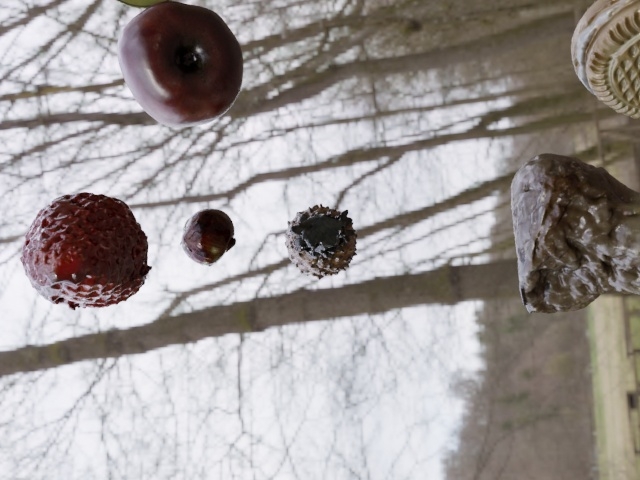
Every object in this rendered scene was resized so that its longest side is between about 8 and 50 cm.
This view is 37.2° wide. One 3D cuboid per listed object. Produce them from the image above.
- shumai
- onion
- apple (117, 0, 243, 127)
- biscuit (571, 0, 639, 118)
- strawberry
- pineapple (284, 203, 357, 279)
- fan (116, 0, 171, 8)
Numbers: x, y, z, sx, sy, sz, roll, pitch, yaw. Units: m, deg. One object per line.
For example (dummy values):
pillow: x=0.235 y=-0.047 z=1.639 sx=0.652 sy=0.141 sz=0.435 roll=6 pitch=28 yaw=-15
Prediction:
shumai: x=0.452 y=-0.015 z=1.521 sx=0.346 sy=0.283 sz=0.217 roll=66 pitch=-156 yaw=-47
onion: x=-0.224 y=-0.010 z=1.926 sx=0.118 sy=0.118 sz=0.117 roll=60 pitch=-146 yaw=-56
apple: x=-0.244 y=-0.306 z=1.680 sx=0.234 sy=0.234 sz=0.234 roll=-4 pitch=-90 yaw=-74
biscuit: x=0.472 y=-0.256 z=1.283 sx=0.259 sy=0.259 sz=0.079 roll=64 pitch=-154 yaw=-51
strawberry: x=-0.372 y=0.029 z=1.478 sx=0.244 sy=0.205 sz=0.205 roll=-124 pitch=26 yaw=-79
pineapple: x=0.000 y=0.000 z=1.867 sx=0.279 sy=0.157 sz=0.158 roll=78 pitch=-171 yaw=-86
fan: x=-0.312 y=-0.570 z=1.913 sx=0.229 sy=0.335 sz=0.011 roll=70 pitch=-177 yaw=-58
